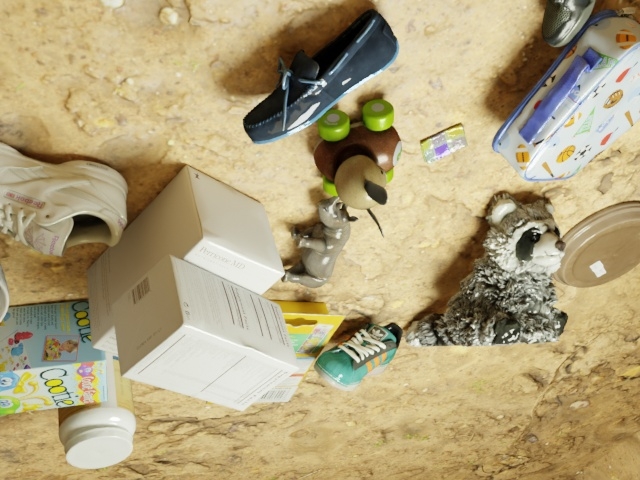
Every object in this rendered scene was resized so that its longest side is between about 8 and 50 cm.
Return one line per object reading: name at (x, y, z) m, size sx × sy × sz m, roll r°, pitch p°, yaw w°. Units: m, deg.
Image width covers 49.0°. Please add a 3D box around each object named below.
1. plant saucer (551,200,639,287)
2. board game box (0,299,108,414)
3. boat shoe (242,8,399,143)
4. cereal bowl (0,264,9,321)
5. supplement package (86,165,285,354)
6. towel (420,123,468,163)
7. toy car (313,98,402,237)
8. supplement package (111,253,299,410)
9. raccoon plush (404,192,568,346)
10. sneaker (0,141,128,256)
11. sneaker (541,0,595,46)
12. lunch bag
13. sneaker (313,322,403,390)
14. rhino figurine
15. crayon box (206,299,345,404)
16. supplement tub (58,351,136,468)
plant saucer at (0.666, 0.021, 1.631) m, size 0.278 × 0.041 × 0.278 m, roll -12°, pitch 140°, yaw -10°
board game box at (-0.530, 0.213, 1.262) m, size 0.275 × 0.144 × 0.142 m, roll -4°, pitch 138°, yaw -18°
boat shoe at (-0.013, -0.244, 1.019) m, size 0.258 × 0.109 × 0.089 m, roll -39°, pitch 132°, yaw -4°
cereal bowl at (-0.644, 0.059, 1.018) m, size 0.339 × 0.141 × 0.339 m, roll -19°, pitch 153°, yaw -10°
supplement package at (-0.234, 0.054, 1.182) m, size 0.177 × 0.175 × 0.293 m, roll 27°, pitch 121°, yaw -40°
towel at (0.221, -0.171, 1.250) m, size 0.083 × 0.009 × 0.060 m, roll -23°, pitch 141°, yaw 2°
toy car at (0.079, -0.103, 1.128) m, size 0.149 × 0.188 × 0.155 m, roll -14°, pitch 140°, yaw -7°
supplement package at (-0.172, 0.148, 1.070) m, size 0.139 × 0.133 × 0.244 m, roll -39°, pitch 137°, yaw 19°
raccoon plush at (0.326, 0.074, 1.498) m, size 0.446 × 0.299 × 0.216 m, roll -11°, pitch 170°, yaw 41°
sneaker at (-0.425, -0.055, 1.000) m, size 0.305 × 0.152 × 0.114 m, roll 4°, pitch 136°, yaw -24°
sneaker at (0.339, -0.389, 1.000) m, size 0.130 × 0.087 × 0.227 m, roll -4°, pitch 134°, yaw -17°
lunch bag at (0.434, -0.234, 1.153) m, size 0.243 × 0.115 × 0.303 m, roll -5°, pitch 139°, yaw -43°
sneaker at (0.090, 0.238, 1.539) m, size 0.121 × 0.108 × 0.302 m, roll -60°, pitch 158°, yaw 16°
rhino figurine at (0.000, 0.000, 1.301) m, size 0.106 × 0.073 × 0.243 m, roll 7°, pitch 132°, yaw -23°
crayon box at (-0.108, 0.227, 1.502) m, size 0.203 × 0.083 × 0.323 m, roll 6°, pitch 134°, yaw -29°
supplement tub at (-0.442, 0.329, 1.384) m, size 0.144 × 0.199 × 0.144 m, roll -11°, pitch 139°, yaw -10°
